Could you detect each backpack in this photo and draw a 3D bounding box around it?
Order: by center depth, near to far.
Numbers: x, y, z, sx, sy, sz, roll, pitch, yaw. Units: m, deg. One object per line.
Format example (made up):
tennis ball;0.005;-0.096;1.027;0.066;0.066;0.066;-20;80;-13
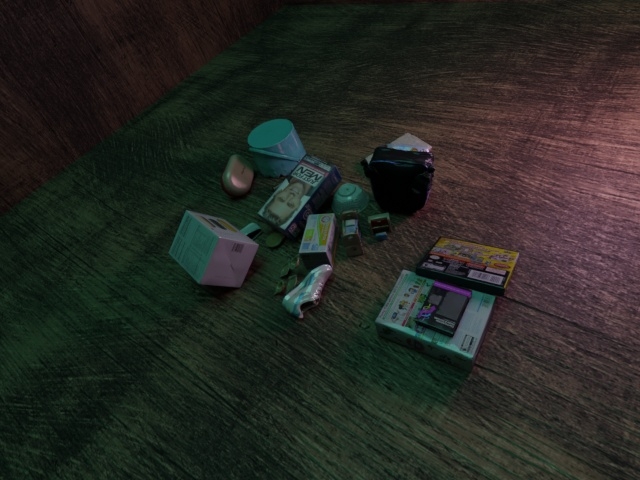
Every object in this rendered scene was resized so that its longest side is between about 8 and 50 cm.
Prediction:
backpack;0.317;-0.241;1.632;0.277;0.263;0.213;13;48;21

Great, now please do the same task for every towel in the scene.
towel;0.350;-0.384;1.899;0.282;0.049;0.187;-31;45;-8

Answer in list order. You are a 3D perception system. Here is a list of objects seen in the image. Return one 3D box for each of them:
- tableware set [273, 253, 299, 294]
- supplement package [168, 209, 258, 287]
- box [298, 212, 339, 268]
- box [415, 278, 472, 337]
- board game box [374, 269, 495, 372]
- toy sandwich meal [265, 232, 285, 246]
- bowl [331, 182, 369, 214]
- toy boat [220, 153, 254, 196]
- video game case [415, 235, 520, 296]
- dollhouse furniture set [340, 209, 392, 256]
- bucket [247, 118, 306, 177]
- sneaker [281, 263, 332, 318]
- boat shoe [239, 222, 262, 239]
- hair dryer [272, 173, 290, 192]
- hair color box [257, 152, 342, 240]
tableware set;-0.125;0.133;1.572;0.141;0.020;0.168;-32;38;45
supplement package;-0.426;0.034;1.643;0.263;0.199;0.198;32;102;38
box;0.000;0.000;1.636;0.114;0.103;0.203;-3;49;18
box;0.370;0.200;1.242;0.116;0.029;0.162;17;56;31
board game box;0.357;0.239;1.296;0.304;0.097;0.224;17;56;30
toy sandwich meal;-0.192;0.000;1.760;0.086;0.029;0.085;-12;48;14
bowl;0.120;-0.193;1.785;0.170;0.080;0.170;-11;46;11
toy boat;-0.433;-0.308;2.072;0.151;0.151;0.231;-31;36;35
video game case;0.491;0.075;1.375;0.275;0.035;0.248;14;32;30
dollhouse furniture set;0.178;-0.040;1.590;0.184;0.129;0.129;-11;47;11
bucket;-0.223;-0.466;2.085;0.281;0.183;0.281;-11;46;12
sneaker;-0.030;0.184;1.503;0.092;0.087;0.228;37;73;28
boat shoe;-0.331;-0.004;1.795;0.184;0.066;0.063;-37;46;-27
hair dryer;-0.084;-0.258;1.893;0.294;0.080;0.223;-4;32;20
hair color box;-0.084;-0.189;1.757;0.174;0.105;0.347;30;78;32
